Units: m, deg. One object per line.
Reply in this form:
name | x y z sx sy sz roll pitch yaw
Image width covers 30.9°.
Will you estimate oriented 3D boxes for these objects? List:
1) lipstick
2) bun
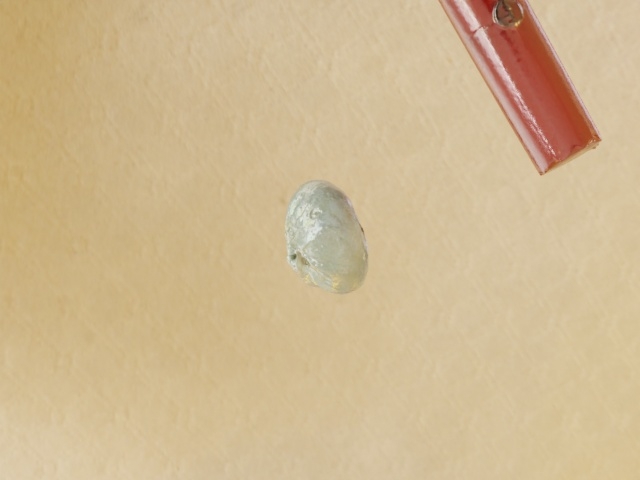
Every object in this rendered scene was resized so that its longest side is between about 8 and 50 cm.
lipstick | 0.153 -0.192 1.019 0.073 0.073 0.279 -29 83 3
bun | 0.000 0.000 1.363 0.083 0.141 0.141 -17 124 -17
